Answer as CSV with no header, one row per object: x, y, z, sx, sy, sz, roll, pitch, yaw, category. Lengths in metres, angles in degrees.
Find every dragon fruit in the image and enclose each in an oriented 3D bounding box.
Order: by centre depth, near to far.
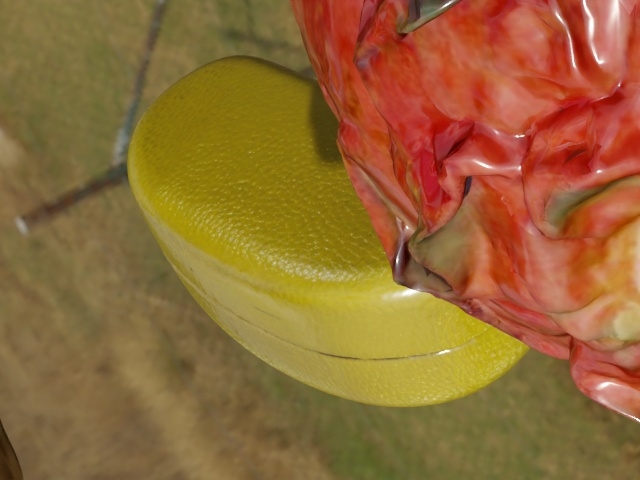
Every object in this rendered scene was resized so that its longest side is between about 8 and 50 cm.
0.110,-0.066,0.398,0.241,0.252,0.241,38,140,41,dragon fruit

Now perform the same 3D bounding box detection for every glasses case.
0.000,0.000,1.146,0.371,0.173,0.141,29,154,48,glasses case

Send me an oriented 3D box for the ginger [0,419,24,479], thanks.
-0.206,0.079,0.506,0.269,0.200,0.223,63,-163,12,ginger
